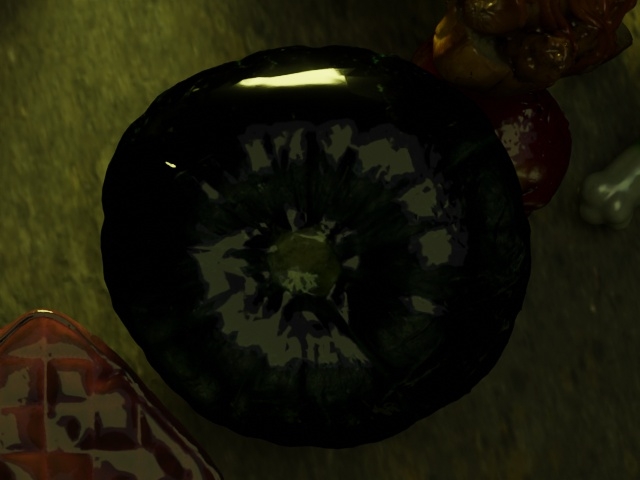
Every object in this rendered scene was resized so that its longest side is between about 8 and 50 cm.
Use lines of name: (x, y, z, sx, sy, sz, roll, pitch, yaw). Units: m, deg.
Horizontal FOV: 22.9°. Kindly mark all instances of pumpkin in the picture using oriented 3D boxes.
pumpkin: (0.000, 0.000, 1.163, 0.315, 0.238, 0.315, 0, 90, 3)

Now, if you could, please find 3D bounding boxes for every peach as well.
peach: (0.131, -0.095, 1.277, 0.127, 0.092, 0.172, -24, 89, -13)

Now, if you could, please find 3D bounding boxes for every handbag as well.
handbag: (-0.176, 0.161, 1.142, 0.225, 0.135, 0.146, 45, 75, 2)

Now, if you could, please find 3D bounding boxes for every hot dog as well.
hot dog: (0.186, -0.199, 1.200, 0.117, 0.349, 0.158, 3, 103, 26)

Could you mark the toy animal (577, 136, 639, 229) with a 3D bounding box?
toy animal: (0.370, -0.149, 1.292, 0.363, 0.181, 0.180, -36, 125, -22)
